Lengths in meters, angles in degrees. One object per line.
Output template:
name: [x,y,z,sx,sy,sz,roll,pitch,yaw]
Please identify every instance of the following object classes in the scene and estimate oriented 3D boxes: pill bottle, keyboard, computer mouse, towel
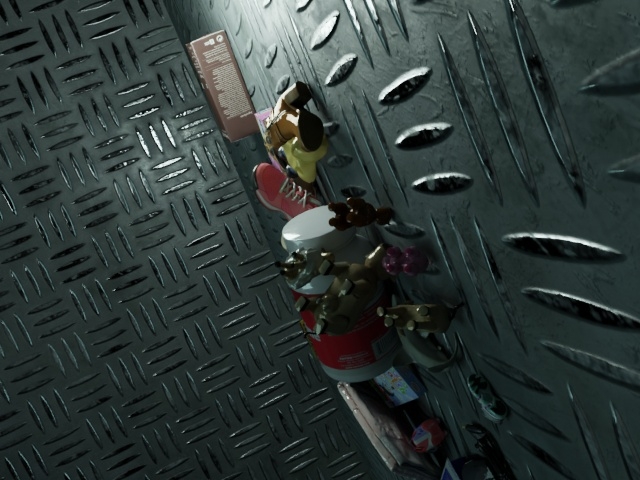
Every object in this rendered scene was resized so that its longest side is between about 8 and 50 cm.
pill bottle: [0.051,0.130,1.454,0.229,0.228,0.408,44,156,63]
keyboard: [0.142,0.416,1.807,0.317,0.033,0.201,37,-170,-44]
computer mouse: [0.343,0.495,1.283,0.184,0.060,0.262,63,169,10]
towel: [0.217,0.564,1.712,0.331,0.053,0.317,39,-171,-45]

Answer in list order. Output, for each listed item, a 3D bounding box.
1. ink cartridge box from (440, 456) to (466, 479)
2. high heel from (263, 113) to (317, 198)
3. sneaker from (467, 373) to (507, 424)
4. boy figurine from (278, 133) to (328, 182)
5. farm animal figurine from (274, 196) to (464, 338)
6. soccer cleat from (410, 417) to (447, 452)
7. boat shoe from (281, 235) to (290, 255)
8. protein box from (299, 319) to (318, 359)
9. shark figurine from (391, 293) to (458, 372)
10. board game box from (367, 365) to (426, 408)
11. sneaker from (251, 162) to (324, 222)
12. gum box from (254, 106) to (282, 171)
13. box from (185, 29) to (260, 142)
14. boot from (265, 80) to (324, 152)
ink cartridge box: [0.379,0.674,1.498,0.176,0.069,0.371,59,170,33]
high heel: [-0.076,-0.233,1.693,0.186,0.093,0.261,46,161,42]
sneaker: [0.307,0.302,1.091,0.069,0.038,0.098,79,164,-49]
boy figurine: [-0.052,-0.238,1.522,0.177,0.092,0.285,66,169,-2]
farm animal figurine: [0.099,0.093,1.188,0.172,0.326,0.331,13,-136,-51]
soccer cleat: [0.282,0.547,1.604,0.083,0.095,0.248,61,168,24]
boat shoe: [-0.064,0.004,2.123,0.324,0.123,0.117,-115,40,-58]
protein box: [0.056,0.267,1.809,0.136,0.199,0.201,64,169,7]
shark figurine: [0.211,0.245,1.251,0.166,0.116,0.278,69,171,-22]
board game box: [0.191,0.383,1.631,0.160,0.039,0.211,49,153,9]
sneaker: [-0.059,-0.112,1.648,0.136,0.116,0.314,-15,128,43]
gum box: [-0.139,-0.316,1.849,0.107,0.062,0.189,46,158,62]
box: [-0.361,-0.573,2.181,0.382,0.143,0.191,68,169,-21]
boot: [-0.068,-0.259,1.385,0.152,0.072,0.197,-38,51,42]
